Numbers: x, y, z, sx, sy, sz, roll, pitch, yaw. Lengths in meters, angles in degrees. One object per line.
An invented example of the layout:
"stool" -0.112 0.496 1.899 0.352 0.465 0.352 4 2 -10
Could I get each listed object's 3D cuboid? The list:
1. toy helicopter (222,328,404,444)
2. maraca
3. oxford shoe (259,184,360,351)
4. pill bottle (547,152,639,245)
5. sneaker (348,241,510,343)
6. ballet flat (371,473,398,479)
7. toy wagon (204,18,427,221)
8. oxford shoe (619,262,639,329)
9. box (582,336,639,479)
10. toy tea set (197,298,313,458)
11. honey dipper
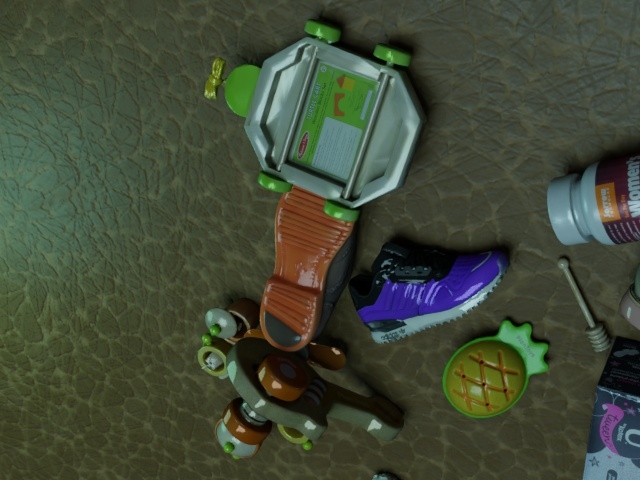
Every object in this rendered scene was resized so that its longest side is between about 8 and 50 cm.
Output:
"toy helicopter" -0.008 0.258 1.866 0.355 0.235 0.140 24 117 -27
"maraca" 0.284 0.210 1.752 0.186 0.099 0.127 -41 91 14
"oxford shoe" 0.000 0.000 1.770 0.130 0.133 0.363 27 109 21
"pill bottle" 0.436 -0.059 1.489 0.221 0.121 0.121 -11 112 32
"sneaker" 0.157 0.059 1.722 0.293 0.102 0.146 -28 102 37
"ballet flat" 0.109 0.549 2.056 0.091 0.077 0.241 11 123 21
"toy wagon" -0.014 -0.197 1.641 0.344 0.068 0.267 24 106 19
"oxford shoe" 0.625 0.113 1.485 0.397 0.140 0.146 21 119 14
"box" 0.499 0.301 1.657 0.163 0.142 0.247 13 123 21
"toy tea set" -0.146 0.272 1.997 0.200 0.124 0.336 -14 110 34
"honey dipper" 0.405 0.096 1.661 0.030 0.030 0.160 -19 104 35
